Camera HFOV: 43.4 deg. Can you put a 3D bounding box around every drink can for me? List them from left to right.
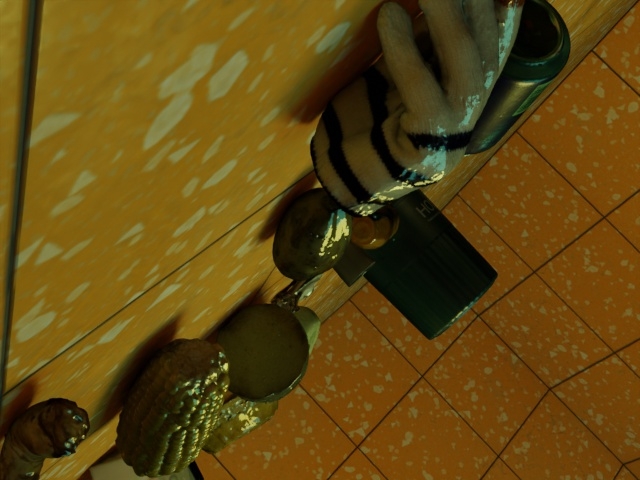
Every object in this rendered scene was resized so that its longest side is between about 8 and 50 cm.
[{"bbox_3d":[0.181,-0.178,0.890,0.118,0.118,0.205,-41,173,-24],"label":"drink can"}]

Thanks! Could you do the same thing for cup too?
[{"bbox_3d":[0.057,0.049,1.688,0.078,0.077,0.100,-39,171,-36],"label":"cup"},{"bbox_3d":[0.242,0.057,1.908,0.242,0.292,0.308,-45,172,5],"label":"cup"}]

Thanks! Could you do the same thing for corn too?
[{"bbox_3d":[-0.199,0.227,1.077,0.130,0.130,0.347,-39,168,-37],"label":"corn"}]

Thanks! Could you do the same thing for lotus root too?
[{"bbox_3d":[-0.010,-0.009,0.946,0.089,0.081,0.179,-25,161,-27],"label":"lotus root"}]

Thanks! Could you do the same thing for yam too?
[{"bbox_3d":[-0.094,0.195,1.361,0.161,0.161,0.268,-43,171,-8],"label":"yam"}]

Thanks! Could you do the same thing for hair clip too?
[{"bbox_3d":[-0.037,0.101,1.590,0.116,0.049,0.172,-43,177,32],"label":"hair clip"}]

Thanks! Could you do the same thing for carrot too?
[{"bbox_3d":[0.097,-0.028,1.451,0.082,0.082,0.173,-46,170,18],"label":"carrot"}]

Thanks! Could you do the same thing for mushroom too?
[{"bbox_3d":[-0.285,0.276,0.803,0.208,0.233,0.302,36,88,-39],"label":"mushroom"}]

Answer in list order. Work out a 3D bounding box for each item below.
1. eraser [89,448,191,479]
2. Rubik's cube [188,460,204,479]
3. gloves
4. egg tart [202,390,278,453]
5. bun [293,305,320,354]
[{"bbox_3d":[-0.304,0.578,1.521,0.082,0.397,0.213,-13,-178,18],"label":"eraser"},{"bbox_3d":[-0.360,0.636,1.762,0.293,0.284,0.288,-30,169,-19],"label":"Rubik's cube"},{"bbox_3d":[0.089,-0.124,0.658,0.218,0.131,0.140,-37,178,18],"label":"gloves"},{"bbox_3d":[-0.205,0.399,1.876,0.341,0.129,0.341,-31,169,-7],"label":"egg tart"},{"bbox_3d":[-0.083,0.224,1.731,0.195,0.118,0.195,-59,170,-18],"label":"bun"}]
